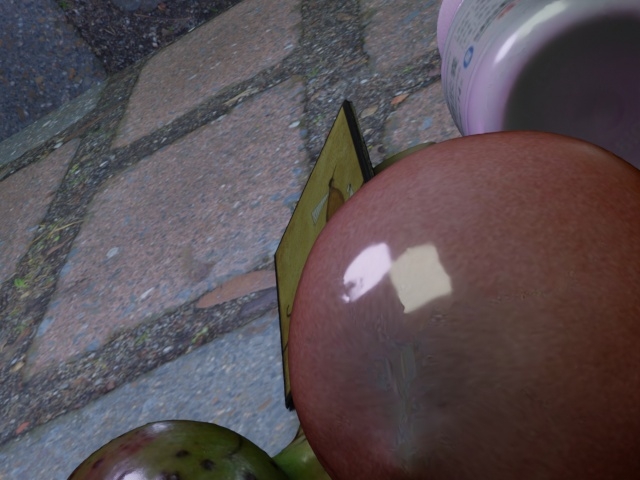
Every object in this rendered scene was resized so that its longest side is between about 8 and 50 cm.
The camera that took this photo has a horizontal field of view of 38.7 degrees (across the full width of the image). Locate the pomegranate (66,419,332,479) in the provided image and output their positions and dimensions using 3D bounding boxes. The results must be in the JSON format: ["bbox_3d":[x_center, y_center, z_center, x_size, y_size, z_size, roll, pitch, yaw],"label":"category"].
[{"bbox_3d":[-0.087,0.254,0.753,0.242,0.242,0.306,-14,-3,34],"label":"pomegranate"}]

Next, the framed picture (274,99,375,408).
[{"bbox_3d":[0.000,0.000,1.090,0.338,0.014,0.255,-98,30,-61],"label":"framed picture"}]

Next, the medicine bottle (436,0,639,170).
[{"bbox_3d":[0.260,-0.196,1.015,0.256,0.256,0.325,-29,29,10],"label":"medicine bottle"}]

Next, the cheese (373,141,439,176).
[{"bbox_3d":[0.102,-0.039,1.116,0.175,0.091,0.202,-6,39,40],"label":"cheese"}]

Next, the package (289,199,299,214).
[{"bbox_3d":[0.002,-0.068,1.353,0.110,0.015,0.037,-28,23,9],"label":"package"}]

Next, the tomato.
[{"bbox_3d":[0.125,0.079,0.658,0.321,0.321,0.321,-26,28,15],"label":"tomato"}]
